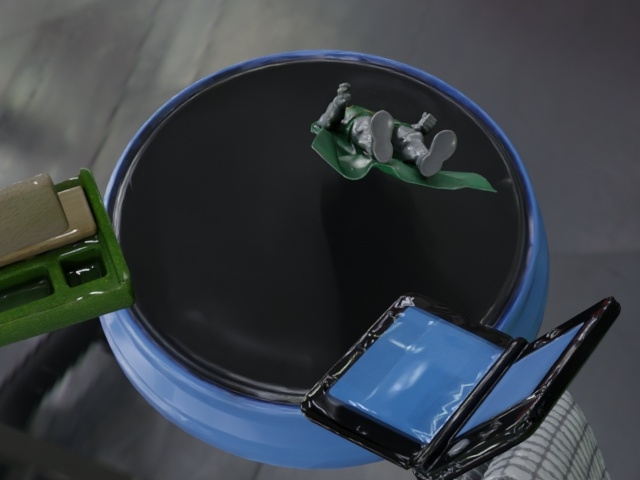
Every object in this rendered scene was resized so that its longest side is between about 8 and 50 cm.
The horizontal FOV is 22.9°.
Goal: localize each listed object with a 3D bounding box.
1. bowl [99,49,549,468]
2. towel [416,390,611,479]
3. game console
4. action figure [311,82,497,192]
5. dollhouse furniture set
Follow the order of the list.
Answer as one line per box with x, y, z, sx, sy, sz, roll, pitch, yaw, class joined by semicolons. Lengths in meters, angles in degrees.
0.000;0.000;1.332;0.077;0.391;0.391;88;-171;-57;bowl
0.146;0.255;0.998;0.121;0.284;0.235;-20;2;15;towel
0.069;0.056;0.762;0.107;0.071;0.122;-37;4;42;game console
0.044;-0.079;1.216;0.232;0.137;0.063;-139;67;-77;action figure
-0.254;-0.098;1.065;0.151;0.197;0.302;-20;62;-7;dollhouse furniture set
